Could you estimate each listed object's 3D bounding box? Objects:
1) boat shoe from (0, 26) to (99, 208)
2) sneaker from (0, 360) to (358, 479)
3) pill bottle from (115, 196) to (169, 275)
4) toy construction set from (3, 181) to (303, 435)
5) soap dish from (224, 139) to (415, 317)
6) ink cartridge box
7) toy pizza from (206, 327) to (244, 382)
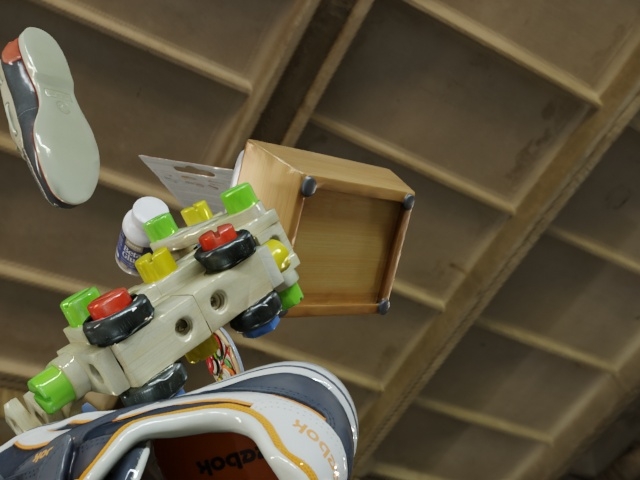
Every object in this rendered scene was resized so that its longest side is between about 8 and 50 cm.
[{"bbox_3d":[-0.187,-0.078,0.463,0.043,0.137,0.049,-30,-20,24],"label":"boat shoe"},{"bbox_3d":[-0.133,0.167,0.412,0.321,0.127,0.126,-26,-88,8],"label":"sneaker"},{"bbox_3d":[-0.354,-0.010,1.385,0.094,0.094,0.169,-1,-34,-25],"label":"pill bottle"},{"bbox_3d":[-0.140,0.068,0.583,0.151,0.215,0.328,54,-126,-23],"label":"toy construction set"},{"bbox_3d":[0.000,0.000,0.944,0.291,0.118,0.229,4,-78,-48],"label":"soap dish"},{"bbox_3d":[-0.166,-0.089,1.157,0.189,0.066,0.232,10,-26,20],"label":"ink cartridge box"},{"bbox_3d":[-0.220,0.289,1.559,0.032,0.201,0.201,-16,-46,-27],"label":"toy pizza"}]
